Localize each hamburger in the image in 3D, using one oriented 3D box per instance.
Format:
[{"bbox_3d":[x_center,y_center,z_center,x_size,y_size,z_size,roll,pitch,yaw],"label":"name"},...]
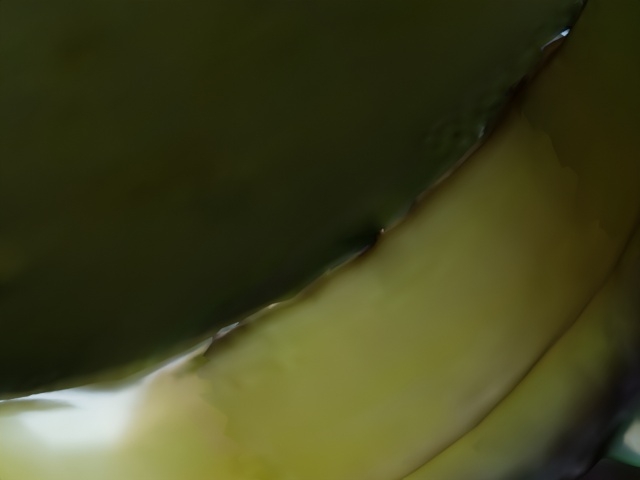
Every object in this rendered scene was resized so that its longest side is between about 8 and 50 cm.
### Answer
[{"bbox_3d":[0.000,0.000,0.726,0.395,0.396,0.277,1,144,35],"label":"hamburger"}]
